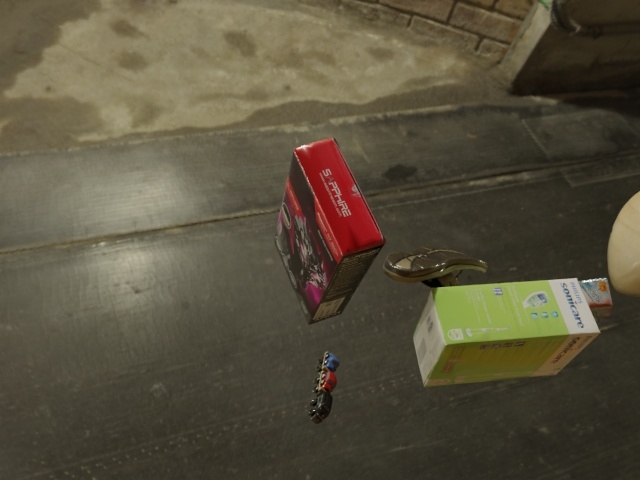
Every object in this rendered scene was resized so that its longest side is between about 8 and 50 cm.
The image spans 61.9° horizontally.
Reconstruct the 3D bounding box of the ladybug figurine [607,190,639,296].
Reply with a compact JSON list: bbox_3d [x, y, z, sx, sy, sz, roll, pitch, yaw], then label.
[{"bbox_3d":[0.654,-0.030,0.847,0.449,0.305,0.161,-9,72,-18],"label":"ladybug figurine"}]

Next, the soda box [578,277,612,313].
[{"bbox_3d":[0.603,0.130,1.175,0.058,0.183,0.063,-10,71,24],"label":"soda box"}]

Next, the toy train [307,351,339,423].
[{"bbox_3d":[0.008,0.223,0.833,0.027,0.036,0.158,47,19,-13],"label":"toy train"}]

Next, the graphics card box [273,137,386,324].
[{"bbox_3d":[0.000,0.000,1.085,0.094,0.371,0.232,-17,68,-18],"label":"graphics card box"}]

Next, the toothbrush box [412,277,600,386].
[{"bbox_3d":[0.343,0.182,1.033,0.283,0.206,0.122,-3,55,-3],"label":"toothbrush box"}]

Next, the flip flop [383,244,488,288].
[{"bbox_3d":[0.226,0.064,1.053,0.277,0.080,0.112,-7,19,-44],"label":"flip flop"}]
